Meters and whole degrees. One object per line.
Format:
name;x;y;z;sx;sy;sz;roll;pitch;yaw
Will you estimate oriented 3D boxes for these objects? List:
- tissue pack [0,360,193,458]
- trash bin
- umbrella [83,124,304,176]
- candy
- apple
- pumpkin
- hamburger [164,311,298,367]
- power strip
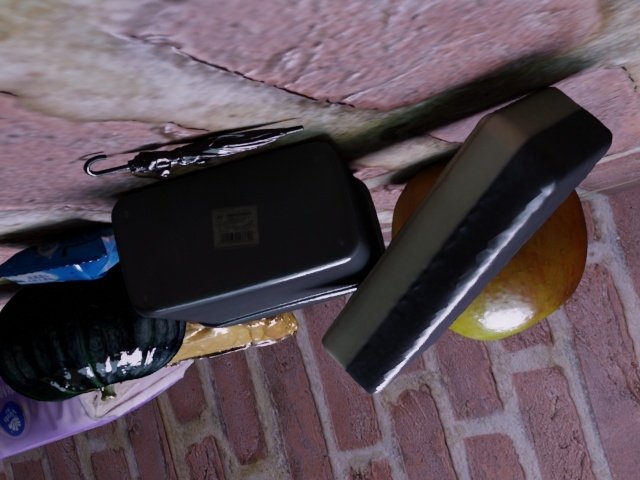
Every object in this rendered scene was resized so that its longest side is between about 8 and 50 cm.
tissue pack;-0.394;0.216;1.236;0.338;0.160;0.242;-26;180;34
trash bin;-0.042;0.004;0.618;0.176;0.101;0.236;-14;173;6
umbrella;-0.067;-0.049;0.435;0.122;0.013;0.022;-12;153;-19
candy;-0.187;0.013;0.619;0.088;0.038;0.136;-12;-175;7
apple;0.168;0.004;0.786;0.195;0.196;0.196;-15;175;-1
pumpkin;-0.240;0.101;0.848;0.201;0.140;0.202;-18;175;-1
hamburger;-0.162;0.081;1.010;0.261;0.124;0.131;-12;158;-11
power strip;0.093;0.009;0.576;0.105;0.070;0.257;-28;156;-48
